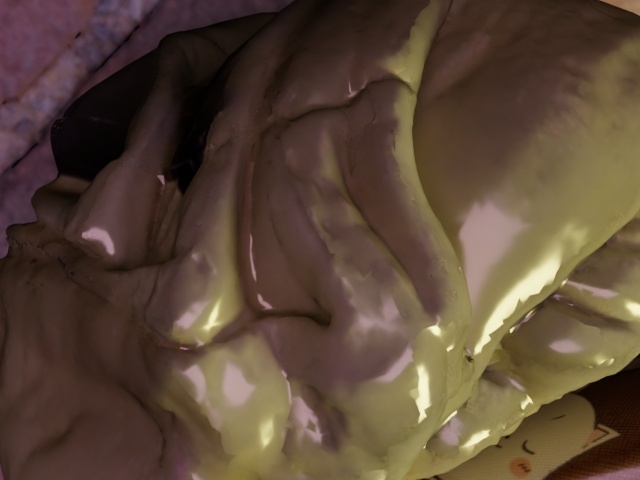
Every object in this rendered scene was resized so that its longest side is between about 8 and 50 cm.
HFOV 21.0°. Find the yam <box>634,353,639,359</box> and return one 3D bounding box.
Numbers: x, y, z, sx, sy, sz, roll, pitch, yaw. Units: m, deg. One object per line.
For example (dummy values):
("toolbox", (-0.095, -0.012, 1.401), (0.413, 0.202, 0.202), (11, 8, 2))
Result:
("yam", (0.216, -0.032, 0.786), (0.234, 0.027, 0.029), (-49, 142, 12))

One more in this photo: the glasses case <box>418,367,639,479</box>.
("glasses case", (0.070, 0.127, 0.780), (0.321, 0.122, 0.082), (-19, 98, 3))

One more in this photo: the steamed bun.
("steamed bun", (0.000, 0.000, 0.690), (0.320, 0.275, 0.206), (-32, 93, -27))
